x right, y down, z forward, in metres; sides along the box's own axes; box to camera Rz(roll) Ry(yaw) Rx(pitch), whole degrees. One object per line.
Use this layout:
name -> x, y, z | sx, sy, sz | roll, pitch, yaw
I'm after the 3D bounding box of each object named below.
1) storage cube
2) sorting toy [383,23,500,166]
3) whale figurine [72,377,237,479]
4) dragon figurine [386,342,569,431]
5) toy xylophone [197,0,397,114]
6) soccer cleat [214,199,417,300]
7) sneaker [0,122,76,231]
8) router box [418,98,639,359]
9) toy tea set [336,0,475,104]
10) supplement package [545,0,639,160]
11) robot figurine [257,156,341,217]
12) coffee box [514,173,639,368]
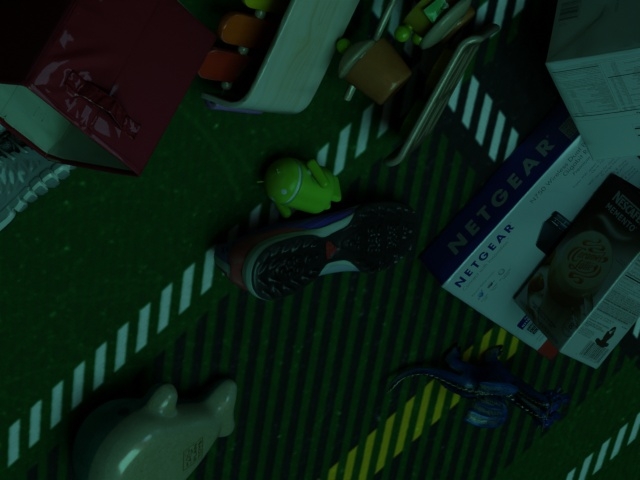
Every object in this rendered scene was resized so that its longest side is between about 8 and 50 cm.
storage cube -> -0.267, -0.205, 1.551 | 0.184, 0.215, 0.193 | 40, 69, -40
sorting toy -> 0.157, -0.200, 1.852 | 0.038, 0.193, 0.208 | 35, 110, 5
whale figurine -> -0.241, 0.281, 2.013 | 0.272, 0.141, 0.216 | -30, 137, -39
dragon figurine -> 0.260, 0.239, 2.214 | 0.289, 0.144, 0.085 | 4, 120, -30
toy xylophone -> -0.013, -0.280, 1.735 | 0.236, 0.081, 0.322 | 12, 113, -55
soccer cleat -> 0.000, 0.000, 1.950 | 0.318, 0.116, 0.108 | -18, 117, -37
sneaker -> -0.379, -0.110, 1.674 | 0.229, 0.086, 0.132 | -44, 129, 8
router box -> 0.364, -0.011, 2.132 | 0.301, 0.082, 0.335 | 32, 104, -39
toy tea set -> 0.143, -0.324, 1.738 | 0.336, 0.124, 0.200 | -44, 177, -16
supplement package -> 0.419, -0.250, 1.891 | 0.149, 0.194, 0.203 | -6, 139, 30
robot figurine -> -0.027, -0.075, 1.891 | 0.115, 0.067, 0.101 | 15, 146, -36
coffee box -> 0.420, 0.045, 2.054 | 0.098, 0.141, 0.246 | 25, 107, -37
